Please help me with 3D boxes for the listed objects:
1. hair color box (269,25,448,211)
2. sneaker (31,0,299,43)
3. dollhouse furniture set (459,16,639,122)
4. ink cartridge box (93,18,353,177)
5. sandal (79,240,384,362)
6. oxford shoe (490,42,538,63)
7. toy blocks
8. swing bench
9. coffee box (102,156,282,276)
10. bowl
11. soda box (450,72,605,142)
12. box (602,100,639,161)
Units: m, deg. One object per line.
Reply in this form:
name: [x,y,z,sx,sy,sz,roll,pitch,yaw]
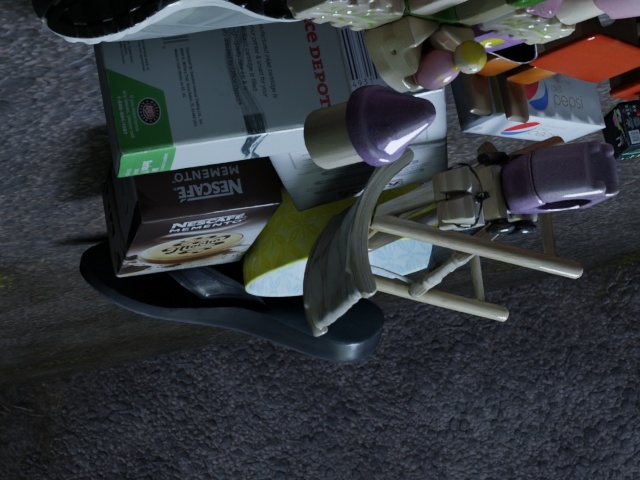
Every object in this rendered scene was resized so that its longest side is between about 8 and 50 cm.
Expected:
hair color box: [0.035,-0.138,1.612,0.185,0.114,0.374,-13,168,3]
sneaker: [-0.091,-0.213,1.208,0.271,0.100,0.108,-7,-178,-4]
dollhouse furniture set: [0.313,-0.186,1.598,0.262,0.135,0.259,-20,166,36]
ink cartridge box: [-0.087,-0.149,1.335,0.208,0.153,0.087,-8,169,-11]
sandal: [-0.122,0.050,2.154,0.445,0.107,0.167,14,-148,9]
oxford shoe: [0.127,-0.218,1.348,0.097,0.098,0.271,-20,166,35]
toy blocks: [0.153,-0.179,1.030,0.260,0.309,0.288,-12,171,38]
swing bench: [0.120,-0.001,1.692,0.254,0.165,0.253,-4,168,-15]
coffee box: [-0.161,-0.050,1.826,0.168,0.119,0.297,-8,168,-14]
bowl: [0.029,-0.035,1.997,0.289,0.156,0.289,-11,168,-2]
soda box: [0.247,-0.164,1.794,0.069,0.074,0.216,-21,165,40]
box: [0.425,-0.149,2.075,0.052,0.062,0.083,-11,169,-10]
